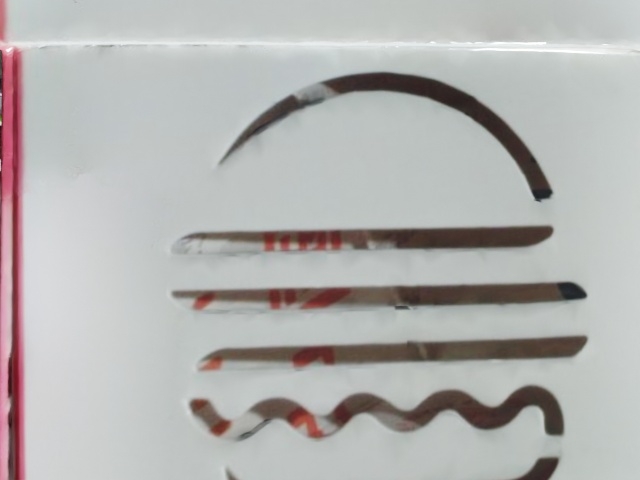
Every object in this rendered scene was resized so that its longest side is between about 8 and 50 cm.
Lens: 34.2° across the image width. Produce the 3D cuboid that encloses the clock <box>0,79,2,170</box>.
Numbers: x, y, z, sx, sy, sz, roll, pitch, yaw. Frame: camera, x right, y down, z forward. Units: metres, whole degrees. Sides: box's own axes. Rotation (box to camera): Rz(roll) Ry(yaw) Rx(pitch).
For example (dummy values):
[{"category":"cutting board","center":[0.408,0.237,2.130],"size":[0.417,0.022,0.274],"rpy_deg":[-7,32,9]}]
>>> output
[{"category":"clock","center":[-0.370,-0.253,1.398],"size":[0.235,0.166,0.310],"rpy_deg":[8,-116,-20]}]

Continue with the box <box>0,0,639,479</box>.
[{"category":"box","center":[0.000,0.000,0.561],"size":[0.314,0.300,0.312],"rpy_deg":[-1,177,-9]}]
